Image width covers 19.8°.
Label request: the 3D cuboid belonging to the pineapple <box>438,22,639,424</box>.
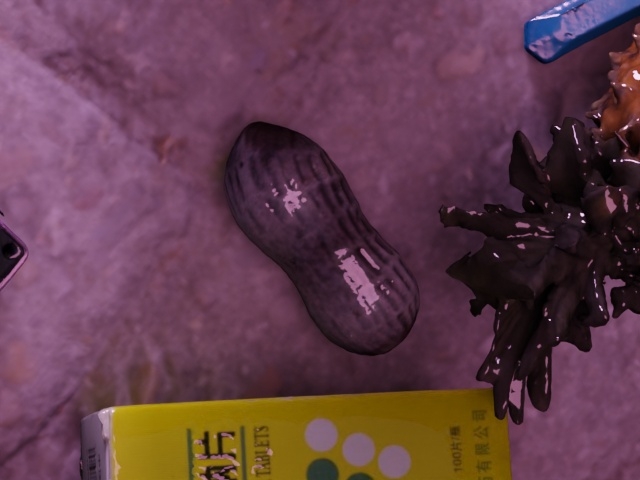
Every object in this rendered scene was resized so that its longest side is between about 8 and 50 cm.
[{"bbox_3d":[0.193,-0.030,1.100,0.340,0.169,0.169,-43,106,-16],"label":"pineapple"}]

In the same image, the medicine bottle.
[{"bbox_3d":[-0.017,0.164,1.089,0.250,0.141,0.137,-1,82,-14],"label":"medicine bottle"}]

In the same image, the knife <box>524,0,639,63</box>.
[{"bbox_3d":[0.259,-0.194,1.185,0.296,0.026,0.044,-27,101,-6],"label":"knife"}]

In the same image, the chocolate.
[{"bbox_3d":[0.000,0.000,1.123,0.072,0.072,0.167,-37,108,-7],"label":"chocolate"}]

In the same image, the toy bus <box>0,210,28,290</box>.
[{"bbox_3d":[-0.266,-0.033,1.031,0.096,0.108,0.199,-47,109,-8],"label":"toy bus"}]
